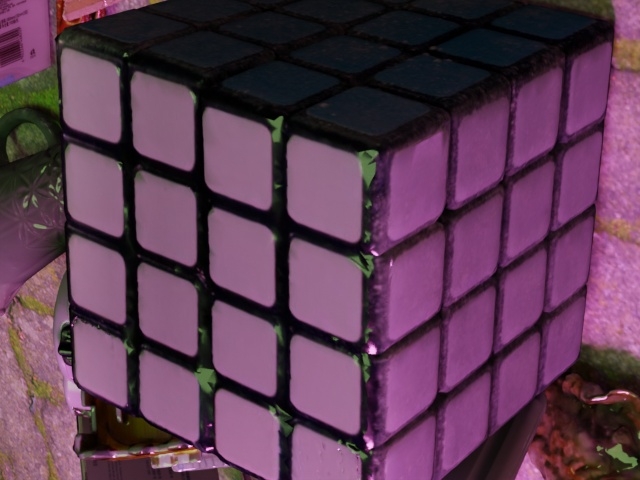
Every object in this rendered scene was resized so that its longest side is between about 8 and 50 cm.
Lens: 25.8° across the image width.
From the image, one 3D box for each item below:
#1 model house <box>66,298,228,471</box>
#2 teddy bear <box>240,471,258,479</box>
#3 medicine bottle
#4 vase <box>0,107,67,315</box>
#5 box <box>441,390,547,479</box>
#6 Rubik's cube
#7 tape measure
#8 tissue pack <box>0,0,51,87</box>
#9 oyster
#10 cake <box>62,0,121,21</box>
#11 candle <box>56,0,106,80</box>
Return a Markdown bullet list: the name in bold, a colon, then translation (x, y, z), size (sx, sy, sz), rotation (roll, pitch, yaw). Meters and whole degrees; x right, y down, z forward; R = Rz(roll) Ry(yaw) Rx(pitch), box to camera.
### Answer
- **model house**: translation (-0.144, 0.139, 1.548), size (0.198, 0.215, 0.224), rotation (-12, 78, 23)
- **teddy bear**: translation (0.014, 0.395, 1.662), size (0.357, 0.224, 0.368), rotation (34, 122, 28)
- **medicine bottle**: translation (-0.216, 0.259, 1.737), size (0.201, 0.171, 0.052), rotation (-110, 24, -51)
- **vase**: translation (-0.355, -0.056, 1.764), size (0.301, 0.156, 0.251), rotation (-21, 74, 46)
- **box**: translation (0.099, 0.202, 1.262), size (0.162, 0.227, 0.130), rotation (17, 127, 17)
- **Rubik's cube**: translation (0.014, -0.023, 1.183), size (0.337, 0.344, 0.344), rotation (19, 123, 33)
- **tape measure**: translation (-0.256, 0.103, 1.707), size (0.105, 0.196, 0.178), rotation (5, 141, 13)
- **tissue pack**: translation (-0.452, -0.253, 1.639), size (0.145, 0.229, 0.159), rotation (28, 134, 31)
- **oyster**: translation (0.281, 0.250, 1.262), size (0.354, 0.107, 0.201), rotation (35, 135, 52)
- **cake**: translation (-0.221, -0.272, 1.466), size (0.065, 0.121, 0.052), rotation (26, 140, 22)
- **candle**: translation (-0.268, -0.254, 1.582), size (0.084, 0.059, 0.302), rotation (24, 135, 19)
